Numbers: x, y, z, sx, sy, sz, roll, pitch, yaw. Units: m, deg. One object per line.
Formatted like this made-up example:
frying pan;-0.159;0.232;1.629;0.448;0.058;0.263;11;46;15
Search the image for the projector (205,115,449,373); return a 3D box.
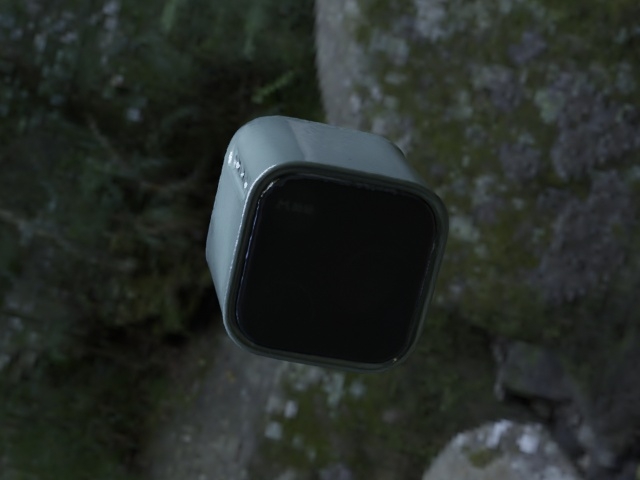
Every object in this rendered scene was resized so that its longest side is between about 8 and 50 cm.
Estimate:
projector;0.000;0.000;0.651;0.082;0.083;0.083;-118;40;-70
